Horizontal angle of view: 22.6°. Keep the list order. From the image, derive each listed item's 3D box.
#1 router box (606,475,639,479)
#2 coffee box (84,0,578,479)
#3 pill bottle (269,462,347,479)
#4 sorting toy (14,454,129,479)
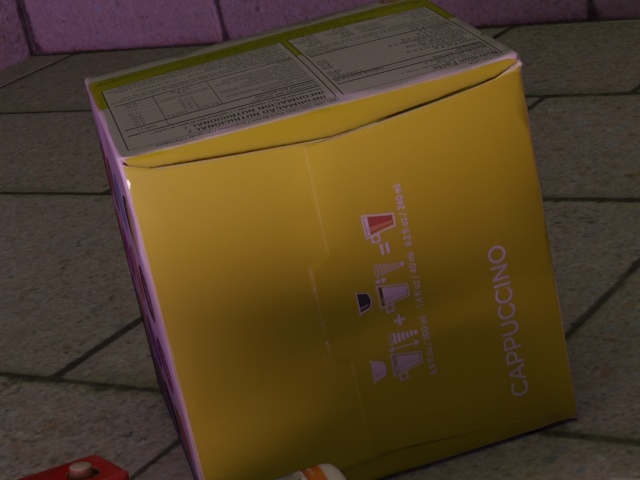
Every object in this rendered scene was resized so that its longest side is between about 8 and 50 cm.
[{"bbox_3d":[0.268,0.260,0.931,0.336,0.082,0.301,0,23,34],"label":"router box"},{"bbox_3d":[0.000,0.000,1.445,0.338,0.337,0.334,-15,20,-9],"label":"coffee box"},{"bbox_3d":[-0.072,0.246,1.134,0.216,0.121,0.121,-17,20,-11],"label":"pill bottle"},{"bbox_3d":[-0.180,0.211,0.913,0.255,0.089,0.257,-14,18,-34],"label":"sorting toy"}]
